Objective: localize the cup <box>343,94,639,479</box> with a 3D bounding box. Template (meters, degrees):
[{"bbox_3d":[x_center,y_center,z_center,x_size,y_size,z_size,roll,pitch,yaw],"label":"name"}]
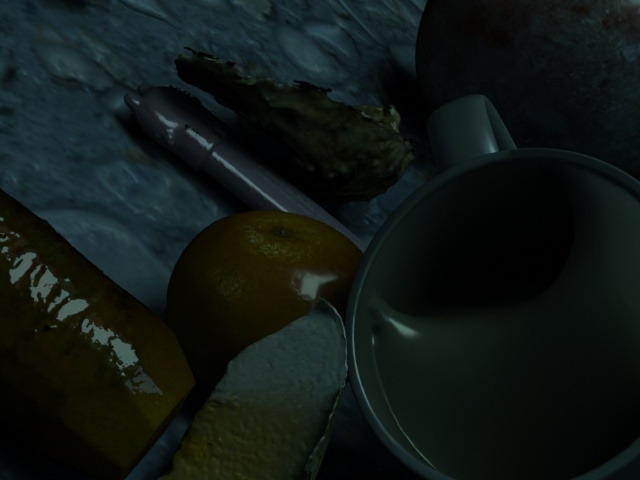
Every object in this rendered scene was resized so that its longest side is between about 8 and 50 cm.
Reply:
[{"bbox_3d":[0.164,0.067,1.228,0.327,0.237,0.323,43,27,-62],"label":"cup"}]

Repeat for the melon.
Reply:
[{"bbox_3d":[-0.042,0.133,1.118,0.093,0.202,0.139,24,-10,6],"label":"melon"}]

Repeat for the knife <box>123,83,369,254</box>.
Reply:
[{"bbox_3d":[-0.001,0.000,1.439,0.398,0.038,0.132,40,18,-3],"label":"knife"}]

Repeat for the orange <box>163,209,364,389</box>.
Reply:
[{"bbox_3d":[-0.033,0.052,1.207,0.155,0.134,0.154,2,26,-1],"label":"orange"}]

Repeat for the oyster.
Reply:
[{"bbox_3d":[-0.022,-0.101,1.494,0.294,0.094,0.166,20,11,-38],"label":"oyster"}]

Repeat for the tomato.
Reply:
[{"bbox_3d":[0.259,-0.190,1.770,0.317,0.317,0.282,36,48,-12],"label":"tomato"}]

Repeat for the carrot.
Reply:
[{"bbox_3d":[-0.211,0.022,1.046,0.302,0.114,0.114,41,26,5],"label":"carrot"}]
